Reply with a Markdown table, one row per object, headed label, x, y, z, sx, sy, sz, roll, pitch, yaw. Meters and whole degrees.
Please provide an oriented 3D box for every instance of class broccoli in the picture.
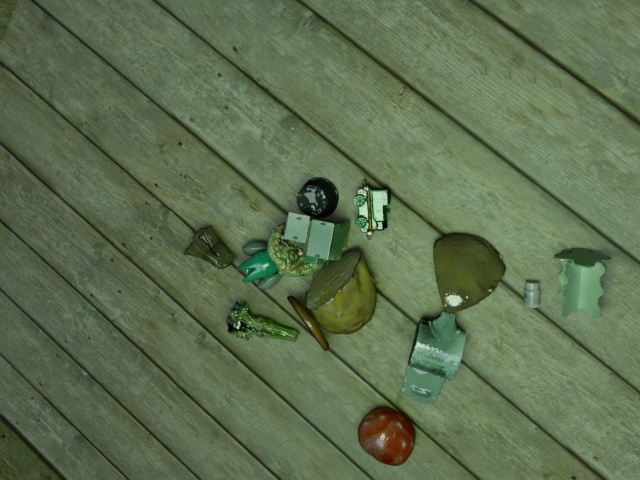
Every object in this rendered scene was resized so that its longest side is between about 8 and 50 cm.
| label | x | y | z | sx | sy | sz | roll | pitch | yaw |
| --- | --- | --- | --- | --- | --- | --- | --- | --- | --- |
| broccoli | -0.236 | 0.354 | 2.105 | 0.304 | 0.165 | 0.146 | 18 | 75 | 1 |

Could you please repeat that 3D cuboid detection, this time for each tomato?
| label | x | y | z | sx | sy | sz | roll | pitch | yaw |
| --- | --- | --- | --- | --- | --- | --- | --- | --- | --- |
| tomato | 0.258 | 0.750 | 1.971 | 0.232 | 0.232 | 0.189 | 26 | 87 | 12 |

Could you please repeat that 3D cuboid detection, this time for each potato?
| label | x | y | z | sx | sy | sz | roll | pitch | yaw |
| --- | --- | --- | --- | --- | --- | --- | --- | --- | --- |
| potato | 0.497 | 0.090 | 1.729 | 0.211 | 0.264 | 0.190 | -16 | 105 | 27 |
| potato | 0.105 | 0.218 | 1.907 | 0.288 | 0.301 | 0.237 | -29 | 114 | 34 |

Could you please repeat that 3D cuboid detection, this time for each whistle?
| label | x | y | z | sx | sy | sz | roll | pitch | yaw |
| --- | --- | --- | --- | --- | --- | --- | --- | --- | --- |
| whistle | 0.413 | 0.436 | 1.895 | 0.168 | 0.188 | 0.405 | 17 | 139 | 10 |

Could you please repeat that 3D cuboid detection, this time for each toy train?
| label | x | y | z | sx | sy | sz | roll | pitch | yaw |
| --- | --- | --- | --- | --- | --- | --- | --- | --- | --- |
| toy train | 0.194 | -0.116 | 1.874 | 0.136 | 0.091 | 0.228 | -5 | 100 | 9 |

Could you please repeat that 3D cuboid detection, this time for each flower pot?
| label | x | y | z | sx | sy | sz | roll | pitch | yaw |
| --- | --- | --- | --- | --- | --- | --- | --- | --- | --- |
| flower pot | -0.020 | -0.156 | 1.929 | 0.157 | 0.107 | 0.158 | 5 | 104 | 19 |

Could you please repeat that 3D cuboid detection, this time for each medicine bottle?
| label | x | y | z | sx | sy | sz | roll | pitch | yaw |
| --- | --- | --- | --- | --- | --- | --- | --- | --- | --- |
| medicine bottle | 0.735 | 0.186 | 1.772 | 0.052 | 0.052 | 0.089 | 2 | 102 | 18 |

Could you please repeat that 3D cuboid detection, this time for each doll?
| label | x | y | z | sx | sy | sz | roll | pitch | yaw |
| --- | --- | --- | --- | --- | --- | --- | --- | --- | --- |
| doll | -0.199 | 0.101 | 2.037 | 0.258 | 0.153 | 0.195 | 3 | 84 | 1 |

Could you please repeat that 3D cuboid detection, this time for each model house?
| label | x | y | z | sx | sy | sz | roll | pitch | yaw |
| --- | --- | --- | --- | --- | --- | --- | --- | --- | --- |
| model house | 0.000 | 0.000 | 1.836 | 0.270 | 0.206 | 0.178 | 12 | 93 | -24 |

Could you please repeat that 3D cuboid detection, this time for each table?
| label | x | y | z | sx | sy | sz | roll | pitch | yaw |
| --- | --- | --- | --- | --- | --- | --- | --- | --- | --- |
| table | 0.854 | 0.145 | 1.677 | 0.166 | 0.166 | 0.198 | 1 | 110 | 19 |

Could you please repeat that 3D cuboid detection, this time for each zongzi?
| label | x | y | z | sx | sy | sz | roll | pitch | yaw |
| --- | --- | --- | --- | --- | --- | --- | --- | --- | --- |
| zongzi | -0.474 | 0.060 | 2.137 | 0.194 | 0.099 | 0.197 | 49 | 122 | 4 |

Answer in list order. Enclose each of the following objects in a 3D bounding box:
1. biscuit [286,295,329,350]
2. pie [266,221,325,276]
| label | x | y | z | sx | sy | sz | roll | pitch | yaw |
| --- | --- | --- | --- | --- | --- | --- | --- | --- | --- |
| biscuit | -0.045 | 0.315 | 1.974 | 0.037 | 0.262 | 0.262 | -35 | 89 | -8 |
| pie | -0.088 | 0.026 | 1.964 | 0.240 | 0.054 | 0.241 | 1 | 87 | -14 |
